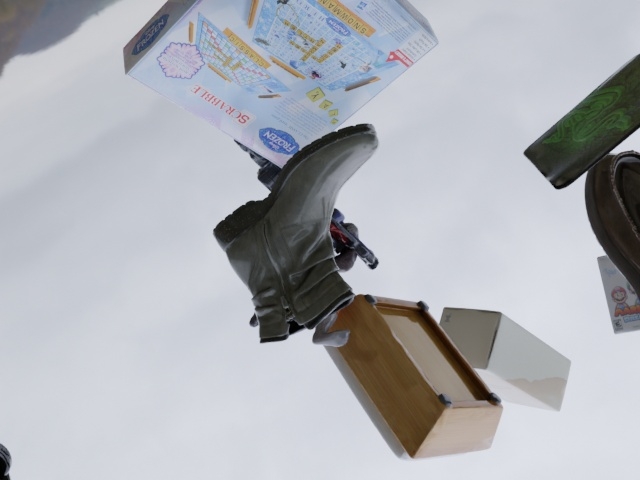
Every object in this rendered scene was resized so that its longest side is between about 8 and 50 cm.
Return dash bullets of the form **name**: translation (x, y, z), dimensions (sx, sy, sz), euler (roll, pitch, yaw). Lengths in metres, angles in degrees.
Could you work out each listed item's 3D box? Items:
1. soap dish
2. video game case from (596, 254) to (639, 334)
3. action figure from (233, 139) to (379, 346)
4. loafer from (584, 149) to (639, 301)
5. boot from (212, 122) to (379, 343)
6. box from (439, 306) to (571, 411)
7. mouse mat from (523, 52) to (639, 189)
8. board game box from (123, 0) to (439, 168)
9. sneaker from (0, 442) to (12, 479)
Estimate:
- **soap dish**: translation (0.150, 0.214, 1.234), dimensions (0.118, 0.229, 0.291), euler (-52, -128, 21)
- **video game case**: translation (0.572, 0.081, 1.312), dimensions (0.157, 0.143, 0.019), euler (-18, 167, 41)
- **action figure**: translation (-0.061, -0.005, 1.250), dimensions (0.178, 0.341, 0.330), euler (-41, -165, 14)
- **loafer**: translation (0.475, 0.021, 0.981), dimensions (0.134, 0.366, 0.130), euler (-5, 151, -27)
- **boot**: translation (0.000, 0.000, 0.821), dimensions (0.246, 0.161, 0.083), euler (-39, 161, 29)
- **box**: translation (0.382, 0.250, 1.578), dimensions (0.148, 0.311, 0.121), euler (1, -113, 47)
- **mouse mat**: translation (0.263, -0.116, 0.706), dimensions (0.152, 0.007, 0.189), euler (-42, -172, 15)
- **board game box**: translation (-0.051, -0.274, 1.060), dimensions (0.318, 0.319, 0.066), euler (-37, -132, 24)
- **sneaker**: translation (-0.331, 0.188, 0.608), dimensions (0.135, 0.276, 0.097), euler (-51, 165, -4)
